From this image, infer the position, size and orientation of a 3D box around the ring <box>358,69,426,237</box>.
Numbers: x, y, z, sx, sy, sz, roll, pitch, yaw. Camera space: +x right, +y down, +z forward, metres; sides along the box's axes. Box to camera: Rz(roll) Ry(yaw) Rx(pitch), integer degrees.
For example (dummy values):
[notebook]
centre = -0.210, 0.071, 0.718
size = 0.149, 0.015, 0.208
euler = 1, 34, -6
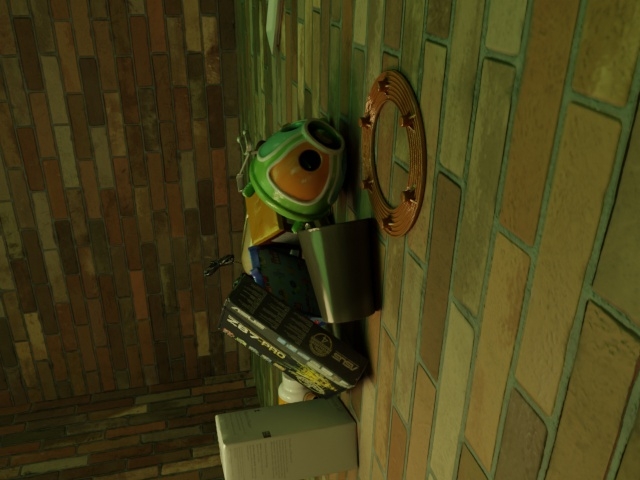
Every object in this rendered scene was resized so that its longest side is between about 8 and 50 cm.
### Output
[ring]
centre = 0.132, -0.172, 1.192
size = 0.336, 0.032, 0.336
euler = 173, 90, -77

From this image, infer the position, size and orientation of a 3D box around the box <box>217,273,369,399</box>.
[box]
centre = -0.089, 0.279, 1.616
size = 0.097, 0.395, 0.318
euler = -55, 0, -27

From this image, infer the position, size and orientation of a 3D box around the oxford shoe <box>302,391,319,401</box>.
[oxford shoe]
centre = -0.022, 0.657, 2.113
size = 0.076, 0.076, 0.212
euler = 162, 102, -65

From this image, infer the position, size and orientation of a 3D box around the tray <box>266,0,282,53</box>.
[tray]
centre = -0.169, -0.843, 2.174
size = 0.270, 0.030, 0.145
euler = 105, 155, -56

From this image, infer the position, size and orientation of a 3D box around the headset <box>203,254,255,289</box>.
[headset]
centre = -0.276, 0.214, 2.219
size = 0.394, 0.185, 0.243
euler = 64, 171, -31

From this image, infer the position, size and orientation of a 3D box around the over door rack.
[over door rack]
centre = -0.140, -0.267, 1.839
size = 0.324, 0.240, 0.108
euler = 121, 140, -68

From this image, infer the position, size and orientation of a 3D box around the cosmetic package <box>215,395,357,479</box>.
[cosmetic package]
centre = -0.101, 0.593, 1.733
size = 0.217, 0.385, 0.156
euler = -155, 59, -72

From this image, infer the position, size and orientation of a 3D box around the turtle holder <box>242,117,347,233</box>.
[turtle holder]
centre = -0.029, -0.191, 1.510
size = 0.243, 0.320, 0.227
euler = 46, 124, 15

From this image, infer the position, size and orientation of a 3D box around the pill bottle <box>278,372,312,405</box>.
[pill bottle]
centre = -0.091, 0.607, 2.229
size = 0.136, 0.137, 0.245
euler = -124, 31, -64

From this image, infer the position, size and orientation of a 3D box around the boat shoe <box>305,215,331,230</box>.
[boat shoe]
centre = 0.008, -0.003, 1.707
size = 0.095, 0.095, 0.257
euler = 58, -164, -63

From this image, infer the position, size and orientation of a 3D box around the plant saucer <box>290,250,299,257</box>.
[plant saucer]
centre = -0.134, 0.011, 2.298
size = 0.318, 0.044, 0.317
euler = 180, 90, -73

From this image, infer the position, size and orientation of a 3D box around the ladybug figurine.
[ladybug figurine]
centre = -0.186, -0.031, 2.060
size = 0.449, 0.162, 0.304
euler = -118, 37, -75

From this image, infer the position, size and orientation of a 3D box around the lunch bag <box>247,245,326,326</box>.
[lunch bag]
centre = -0.113, 0.142, 1.811
size = 0.293, 0.138, 0.220
euler = 36, -148, -50

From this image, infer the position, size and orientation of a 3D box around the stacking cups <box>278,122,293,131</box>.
[stacking cups]
centre = -0.115, -0.277, 2.045
size = 0.316, 0.096, 0.096
euler = 110, 151, -61

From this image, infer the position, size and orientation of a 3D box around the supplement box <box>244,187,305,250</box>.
[supplement box]
centre = -0.110, -0.087, 1.814
size = 0.129, 0.194, 0.191
euler = -27, 65, 39

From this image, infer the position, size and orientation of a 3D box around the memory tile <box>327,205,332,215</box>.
[memory tile]
centre = 0.011, -0.143, 1.751
size = 0.148, 0.012, 0.113
euler = -127, 33, -65

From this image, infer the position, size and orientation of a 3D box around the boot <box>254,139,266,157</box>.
[boot]
centre = -0.206, -0.345, 2.489
size = 0.207, 0.090, 0.248
euler = 143, 122, -61

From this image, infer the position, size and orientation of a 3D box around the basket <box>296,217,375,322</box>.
[basket]
centre = 0.049, 0.072, 1.396
size = 0.204, 0.154, 0.226
euler = -10, 92, 50
